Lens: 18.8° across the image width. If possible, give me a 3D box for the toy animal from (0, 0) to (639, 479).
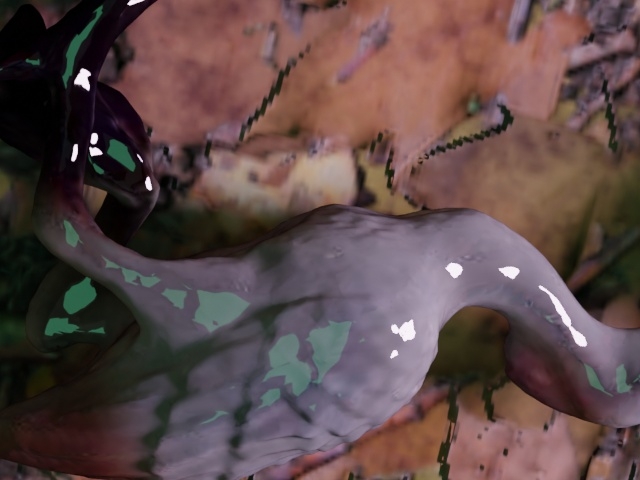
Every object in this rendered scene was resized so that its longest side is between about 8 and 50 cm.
[{"bbox_3d":[0.004,0.025,0.716,0.324,0.090,0.195,22,95,-5],"label":"toy animal"}]
